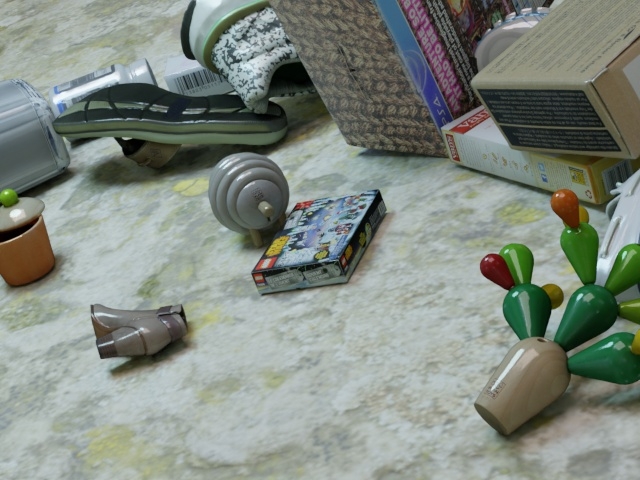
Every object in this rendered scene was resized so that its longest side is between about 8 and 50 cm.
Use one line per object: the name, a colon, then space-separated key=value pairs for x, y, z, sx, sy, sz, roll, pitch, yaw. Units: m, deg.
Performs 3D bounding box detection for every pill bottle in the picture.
pill bottle: x=-0.284 y=-0.189 z=2.018 sx=0.137 sy=0.078 sz=0.078 roll=-20 pitch=24 yaw=1

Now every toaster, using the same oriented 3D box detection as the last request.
toaster: x=-0.412 y=-0.124 z=1.925 sx=0.146 sy=0.129 sz=0.227 roll=-25 pitch=23 yaw=-15

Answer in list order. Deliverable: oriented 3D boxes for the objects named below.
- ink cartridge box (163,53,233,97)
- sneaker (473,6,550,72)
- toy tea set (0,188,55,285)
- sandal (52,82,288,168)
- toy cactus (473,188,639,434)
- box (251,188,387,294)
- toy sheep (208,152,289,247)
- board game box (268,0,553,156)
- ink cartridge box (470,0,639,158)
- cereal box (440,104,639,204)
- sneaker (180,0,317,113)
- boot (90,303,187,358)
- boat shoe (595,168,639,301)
ink cartridge box: x=-0.113 y=-0.268 z=2.081 sx=0.189 sy=0.066 sz=0.232 roll=-18 pitch=28 yaw=7
sneaker: x=0.245 y=-0.192 z=1.510 sx=0.190 sy=0.071 sz=0.083 roll=-11 pitch=28 yaw=12
toy tea set: x=-0.458 y=0.027 z=1.647 sx=0.336 sy=0.124 sz=0.200 roll=-29 pitch=25 yaw=-18
sandal: x=-0.185 y=-0.125 z=1.815 sx=0.302 sy=0.086 sz=0.120 roll=7 pitch=30 yaw=20
toy cactus: x=0.184 y=0.063 z=1.104 sx=0.180 sy=0.112 sz=0.219 roll=-45 pitch=49 yaw=-15
box: x=0.000 y=0.000 z=1.462 sx=0.094 sy=0.027 sz=0.137 roll=-10 pitch=27 yaw=25
toy sheep: x=-0.070 y=-0.045 z=1.538 sx=0.091 sy=0.091 sz=0.132 roll=-28 pitch=25 yaw=-17
board game box: x=0.108 y=-0.274 z=1.608 sx=0.141 sy=0.232 sz=0.291 roll=9 pitch=53 yaw=39
ink cartridge box: x=0.280 y=-0.176 z=1.350 sx=0.234 sy=0.088 sz=0.193 roll=-40 pitch=21 yaw=-16
cereal box: x=0.251 y=-0.110 z=1.467 sx=0.173 sy=0.047 sz=0.240 roll=-29 pitch=26 yaw=-22
sneaker: x=0.048 y=-0.236 z=1.827 sx=0.410 sy=0.158 sz=0.182 roll=-16 pitch=58 yaw=-17
boot: x=-0.169 y=0.078 z=1.425 sx=0.087 sy=0.042 sz=0.118 roll=-17 pitch=25 yaw=-7
boat shoe: x=0.270 y=-0.030 z=1.243 sx=0.075 sy=0.083 sz=0.226 roll=-5 pitch=29 yaw=28
